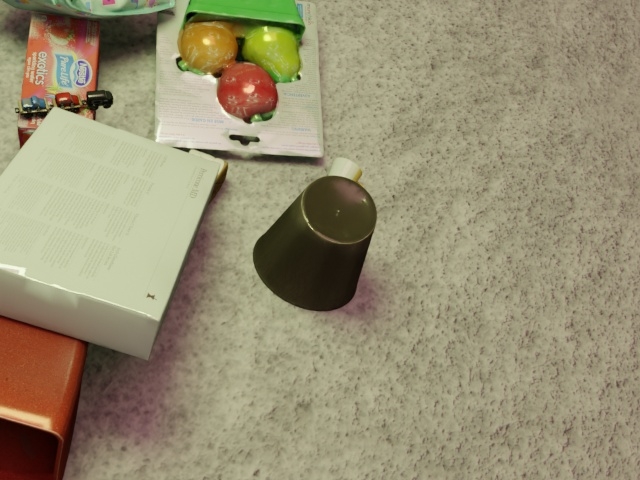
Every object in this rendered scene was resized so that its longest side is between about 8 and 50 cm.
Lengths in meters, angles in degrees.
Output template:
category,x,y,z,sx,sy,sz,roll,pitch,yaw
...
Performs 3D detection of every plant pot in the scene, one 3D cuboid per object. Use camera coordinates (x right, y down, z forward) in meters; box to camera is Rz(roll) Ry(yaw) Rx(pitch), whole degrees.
category,x,y,z,sx,sy,sz,roll,pitch,yaw
plant pot,-0.453,0.193,1.101,0.267,0.267,0.235,19,46,-6

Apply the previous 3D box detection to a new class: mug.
category,x,y,z,sx,sy,sz,roll,pitch,yaw
mug,0.046,-0.114,1.519,0.078,0.062,0.064,26,66,5

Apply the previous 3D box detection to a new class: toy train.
category,x,y,z,sx,sy,sz,roll,pitch,yaw
toy train,-0.421,-0.228,1.299,0.158,0.036,0.027,-12,68,-22

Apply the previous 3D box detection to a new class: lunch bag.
category,x,y,z,sx,sy,sz,roll,pitch,yaw
lunch bag,-0.430,-0.476,1.409,0.223,0.160,0.262,18,33,29

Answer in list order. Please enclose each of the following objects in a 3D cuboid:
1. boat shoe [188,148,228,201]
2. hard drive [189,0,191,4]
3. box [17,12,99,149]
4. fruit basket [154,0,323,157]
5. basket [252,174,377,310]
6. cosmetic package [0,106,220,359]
category,x,y,z,sx,sy,sz,roll,pitch,yaw
boat shoe,-0.264,-0.055,1.376,0.096,0.098,0.277,28,51,2
hard drive,-0.251,-0.558,1.689,0.094,0.022,0.135,1,62,-16
box,-0.462,-0.263,1.404,0.123,0.128,0.256,3,61,-15
fruit basket,-0.159,-0.331,1.545,0.327,0.165,0.352,2,78,-16
basket,0.000,0.000,1.344,0.204,0.227,0.154,28,58,0
cosmetic package,-0.329,-0.026,1.160,0.285,0.097,0.377,17,39,-5
